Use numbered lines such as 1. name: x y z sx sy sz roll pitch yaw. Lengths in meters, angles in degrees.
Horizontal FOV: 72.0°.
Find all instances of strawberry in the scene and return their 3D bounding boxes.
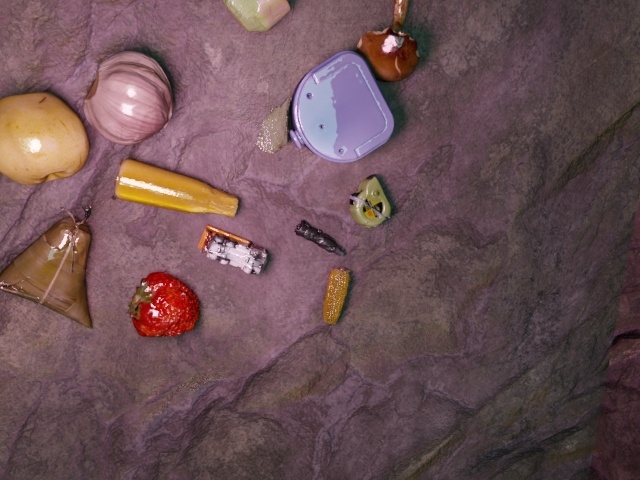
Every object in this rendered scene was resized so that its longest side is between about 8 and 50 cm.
1. strawberry: -0.605 0.268 1.735 0.277 0.257 0.257 25 101 -30

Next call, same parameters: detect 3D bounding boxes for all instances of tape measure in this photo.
1. tape measure: 0.202 -0.144 1.821 0.175 0.106 0.200 -37 112 -13

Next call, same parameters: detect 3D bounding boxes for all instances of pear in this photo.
1. pear: -0.930 -0.338 1.452 0.309 0.309 0.309 -3 107 -9

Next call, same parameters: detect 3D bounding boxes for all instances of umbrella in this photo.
1. umbrella: 0.000 0.000 1.853 0.236 0.059 0.066 32 120 -20

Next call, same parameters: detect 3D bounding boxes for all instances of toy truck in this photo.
1. toy truck: -0.350 0.041 1.766 0.271 0.135 0.114 23 104 -12

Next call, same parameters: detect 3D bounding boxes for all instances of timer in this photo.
1. timer: 0.054 -0.473 1.655 0.395 0.173 0.394 -4 108 -11

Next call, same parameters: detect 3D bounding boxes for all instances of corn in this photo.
1. corn: 0.067 0.241 1.921 0.091 0.091 0.260 8 107 -10

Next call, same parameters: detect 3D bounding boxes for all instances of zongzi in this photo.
1. zongzi: -0.907 0.094 1.671 0.447 0.181 0.418 -43 124 1

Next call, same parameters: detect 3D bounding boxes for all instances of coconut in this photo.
1. coconut: -0.203 -0.832 1.487 0.236 0.236 0.205 -47 143 6

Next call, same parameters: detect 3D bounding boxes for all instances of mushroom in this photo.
1. mushroom: 0.292 -0.736 1.633 0.301 0.208 0.233 -47 150 -5

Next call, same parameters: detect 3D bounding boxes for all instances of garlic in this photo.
1. garlic: -0.633 -0.466 1.480 0.259 0.317 0.317 23 102 -28

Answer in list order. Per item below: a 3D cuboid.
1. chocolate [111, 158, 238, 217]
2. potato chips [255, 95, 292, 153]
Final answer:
1. chocolate: -0.535 -0.172 1.663 0.446 0.162 0.162 15 104 -19
2. potato chips: -0.165 -0.430 1.659 0.059 0.228 0.167 -6 77 -42
